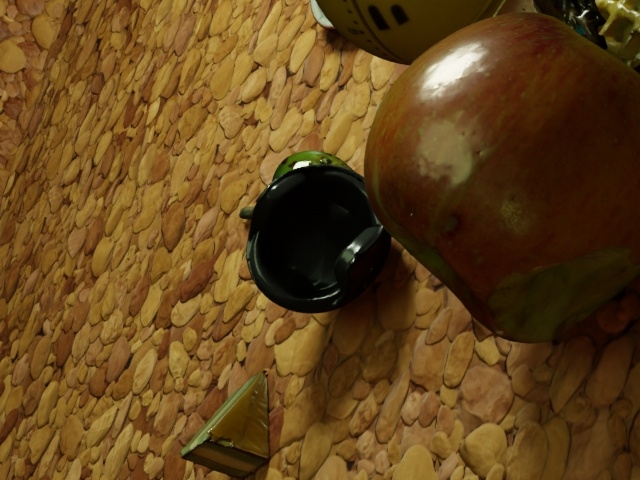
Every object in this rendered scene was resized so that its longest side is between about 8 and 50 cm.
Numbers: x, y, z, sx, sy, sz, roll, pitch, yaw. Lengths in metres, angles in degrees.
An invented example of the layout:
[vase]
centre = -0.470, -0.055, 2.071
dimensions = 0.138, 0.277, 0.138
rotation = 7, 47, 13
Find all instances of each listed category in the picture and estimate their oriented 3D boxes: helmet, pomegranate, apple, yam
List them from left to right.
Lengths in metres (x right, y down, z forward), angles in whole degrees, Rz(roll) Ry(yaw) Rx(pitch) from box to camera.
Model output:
[yam]
centre = -0.070, -0.054, 2.103
dimensions = 0.029, 0.027, 0.234
rotation = -49, 23, -26
[pomegranate]
centre = -0.025, -0.058, 1.940
dimensions = 0.169, 0.122, 0.143
rotation = -48, 64, 23
[helmet]
centre = 0.000, 0.000, 1.785
dimensions = 0.189, 0.193, 0.216
rotation = 37, 93, 15
[apple]
centre = 0.222, -0.074, 1.373
dimensions = 0.339, 0.339, 0.339
rotation = -36, 41, 40

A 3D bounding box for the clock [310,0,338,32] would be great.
[clock]
centre = 0.081, -0.498, 2.132
dimensions = 0.318, 0.080, 0.318
rotation = -36, 41, 39

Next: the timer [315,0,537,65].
[timer]
centre = 0.169, -0.405, 1.679
dimensions = 0.387, 0.376, 0.376
rotation = 5, 73, 46

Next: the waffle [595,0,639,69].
[waffle]
centre = 0.397, -0.333, 1.542
dimensions = 0.307, 0.060, 0.312
rotation = -15, 57, 56

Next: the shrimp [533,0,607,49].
[shrimp]
centre = 0.334, -0.353, 1.490
dimensions = 0.222, 0.054, 0.290
rotation = -13, 82, 14

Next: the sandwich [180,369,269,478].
[sandwich]
centre = -0.142, 0.259, 1.905
dimensions = 0.079, 0.113, 0.163
rotation = -39, 39, 38
